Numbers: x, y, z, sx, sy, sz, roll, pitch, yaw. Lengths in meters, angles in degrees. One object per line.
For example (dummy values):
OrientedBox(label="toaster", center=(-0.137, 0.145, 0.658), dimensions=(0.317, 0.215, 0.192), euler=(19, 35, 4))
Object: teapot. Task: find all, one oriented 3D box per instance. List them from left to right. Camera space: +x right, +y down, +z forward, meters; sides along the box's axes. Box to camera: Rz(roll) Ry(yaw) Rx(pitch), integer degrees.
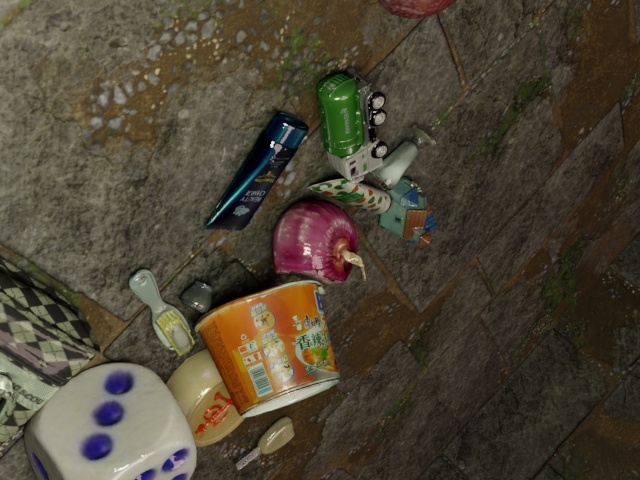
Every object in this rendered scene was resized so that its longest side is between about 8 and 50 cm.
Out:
OrientedBox(label="teapot", center=(-0.249, 0.116, 1.845), dimensions=(0.057, 0.066, 0.088), euler=(-63, 172, -10))

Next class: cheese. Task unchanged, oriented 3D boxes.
OrientedBox(label="cheese", center=(-0.151, 0.557, 2.427), dimensions=(0.192, 0.037, 0.097), euler=(-35, 144, -24))

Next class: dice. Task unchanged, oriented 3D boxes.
OrientedBox(label="dice", center=(-0.413, 0.414, 1.765), dimensions=(0.259, 0.251, 0.243), euler=(-27, 141, -31))

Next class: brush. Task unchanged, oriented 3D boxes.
OrientedBox(label="brush", center=(-0.311, 0.158, 1.803), dimensions=(0.068, 0.060, 0.297), euler=(-38, 146, -14))

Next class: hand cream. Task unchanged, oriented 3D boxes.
OrientedBox(label="hand cream", center=(-0.124, -0.127, 1.756), dimensions=(0.120, 0.061, 0.270), euler=(0, 131, -56))
OrientedBox(label="hand cream", center=(0.080, -0.104, 2.002), dimensions=(0.276, 0.095, 0.059), euler=(13, 68, -56))

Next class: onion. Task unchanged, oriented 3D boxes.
OrientedBox(label="onion", center=(-0.011, 0.000, 1.909), dimensions=(0.207, 0.200, 0.200), euler=(6, 120, -29))

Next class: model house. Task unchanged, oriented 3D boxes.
OrientedBox(label="model house", center=(0.230, -0.057, 2.157), dimensions=(0.119, 0.149, 0.148), euler=(-30, 145, -30))

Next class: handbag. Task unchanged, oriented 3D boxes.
OrientedBox(label="handbag", center=(-0.608, 0.220, 1.426), dimensions=(0.416, 0.180, 0.317), euler=(-44, 139, 0))

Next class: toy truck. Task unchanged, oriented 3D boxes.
OrientedBox(label="toy truck", center=(0.059, -0.235, 1.816), dimensions=(0.125, 0.101, 0.242), euler=(-32, 141, -18))

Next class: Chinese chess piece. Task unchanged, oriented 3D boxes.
OrientedBox(label="Chinese chess piece", center=(-0.250, 0.358, 2.048), dimensions=(0.251, 0.097, 0.250), euler=(-32, 144, -27))

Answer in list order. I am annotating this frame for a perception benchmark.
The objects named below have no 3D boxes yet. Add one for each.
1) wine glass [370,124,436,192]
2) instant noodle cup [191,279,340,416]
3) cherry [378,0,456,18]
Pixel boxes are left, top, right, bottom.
OrientedBox(label="wine glass", center=(0.187, -0.188, 2.043), dimensions=(0.155, 0.072, 0.072), euler=(-46, 148, -7))
OrientedBox(label="instant noodle cup", center=(-0.101, 0.236, 1.888), dimensions=(0.296, 0.214, 0.296), euler=(-19, 166, -5))
OrientedBox(label="cherry", center=(0.186, -0.516, 1.590), dimensions=(0.230, 0.203, 0.300), euler=(-29, 156, -33))
